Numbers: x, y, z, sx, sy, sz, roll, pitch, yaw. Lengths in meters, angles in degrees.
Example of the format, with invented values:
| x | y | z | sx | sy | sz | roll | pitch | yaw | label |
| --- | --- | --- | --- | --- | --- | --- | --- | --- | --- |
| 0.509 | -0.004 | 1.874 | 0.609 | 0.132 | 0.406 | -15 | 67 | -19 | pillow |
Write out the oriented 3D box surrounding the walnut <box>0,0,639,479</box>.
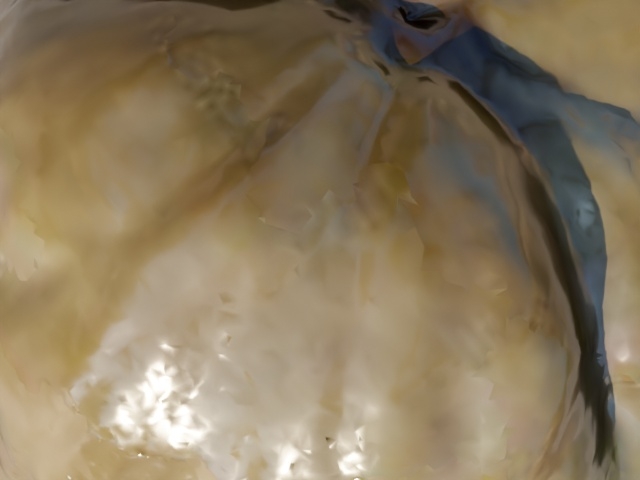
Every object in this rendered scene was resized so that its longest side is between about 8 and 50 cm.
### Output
| x | y | z | sx | sy | sz | roll | pitch | yaw | label |
| --- | --- | --- | --- | --- | --- | --- | --- | --- | --- |
| 0.003 | 0.002 | 0.532 | 0.306 | 0.344 | 0.306 | 4 | 73 | -13 | walnut |
